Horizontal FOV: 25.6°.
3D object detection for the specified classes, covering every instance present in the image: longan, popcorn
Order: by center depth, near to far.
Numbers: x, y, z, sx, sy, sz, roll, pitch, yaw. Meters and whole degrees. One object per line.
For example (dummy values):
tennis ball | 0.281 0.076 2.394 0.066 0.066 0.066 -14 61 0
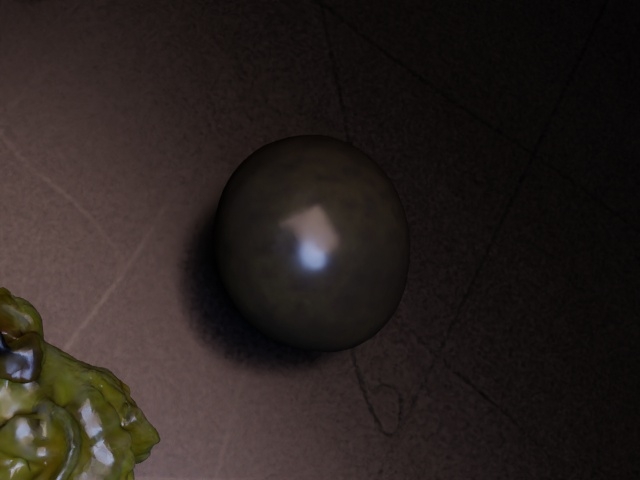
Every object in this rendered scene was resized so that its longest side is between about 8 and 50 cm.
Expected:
popcorn | -0.235 0.148 1.078 0.168 0.173 0.195 -45 102 0
longan | 0.000 0.000 1.181 0.204 0.159 0.185 -36 108 -59
